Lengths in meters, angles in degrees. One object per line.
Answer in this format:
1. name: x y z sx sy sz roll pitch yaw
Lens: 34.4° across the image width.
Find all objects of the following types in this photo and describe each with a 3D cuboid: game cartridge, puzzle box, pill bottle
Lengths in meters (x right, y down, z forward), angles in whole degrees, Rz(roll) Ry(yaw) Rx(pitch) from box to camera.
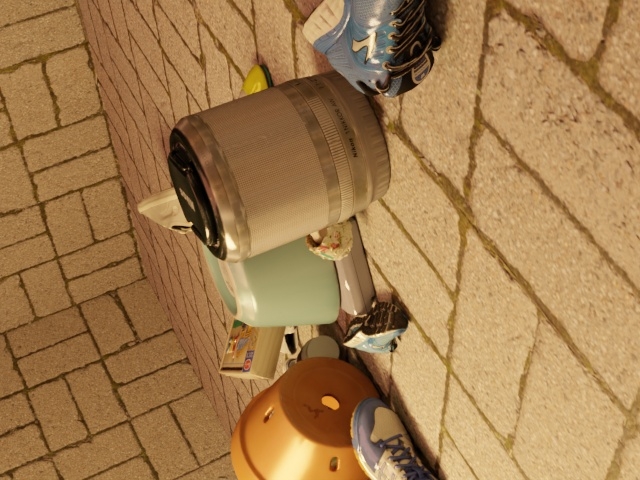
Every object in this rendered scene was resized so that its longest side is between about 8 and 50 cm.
1. game cartridge: 0.000 0.000 1.823 0.294 0.060 0.196 -147 42 -64
2. puzzle box: -0.131 0.157 2.180 0.409 0.052 0.272 152 132 -74
3. pill bottle: -0.005 0.239 2.096 0.078 0.078 0.137 64 164 13

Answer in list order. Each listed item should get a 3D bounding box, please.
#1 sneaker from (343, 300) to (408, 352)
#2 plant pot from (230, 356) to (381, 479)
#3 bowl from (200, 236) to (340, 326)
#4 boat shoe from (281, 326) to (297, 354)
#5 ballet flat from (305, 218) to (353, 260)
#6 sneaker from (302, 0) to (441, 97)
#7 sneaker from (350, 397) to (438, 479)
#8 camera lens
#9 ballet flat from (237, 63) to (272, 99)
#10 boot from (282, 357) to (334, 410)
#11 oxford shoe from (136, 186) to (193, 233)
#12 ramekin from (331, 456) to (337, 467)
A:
1. sneaker: 0.103 0.147 1.685 0.073 0.063 0.162 29 156 -16
2. plant pot: -0.005 0.356 1.949 0.291 0.291 0.203 58 144 31
3. bowl: -0.106 0.026 1.816 0.311 0.163 0.311 160 90 -74
4. boat shoe: -0.078 0.186 2.308 0.063 0.066 0.184 27 133 28
5. ballet flat: -0.010 -0.082 1.642 0.091 0.077 0.241 -32 69 38
6. sneaker: 0.086 -0.249 1.140 0.147 0.130 0.330 53 166 1
7. sneaker: 0.156 0.407 1.797 0.131 0.112 0.296 -24 89 57
8. camera lens: -0.066 -0.106 1.489 0.219 0.274 0.219 57 160 34
9. ballet flat: -0.123 -0.215 1.893 0.077 0.077 0.231 56 160 38
10. boot: -0.016 0.321 2.284 0.190 0.069 0.086 52 151 24
11. oxford shoe: -0.383 -0.081 2.772 0.449 0.169 0.130 -5 107 68
12. ramekin: 0.003 0.552 2.214 0.303 0.148 0.303 41 145 37
